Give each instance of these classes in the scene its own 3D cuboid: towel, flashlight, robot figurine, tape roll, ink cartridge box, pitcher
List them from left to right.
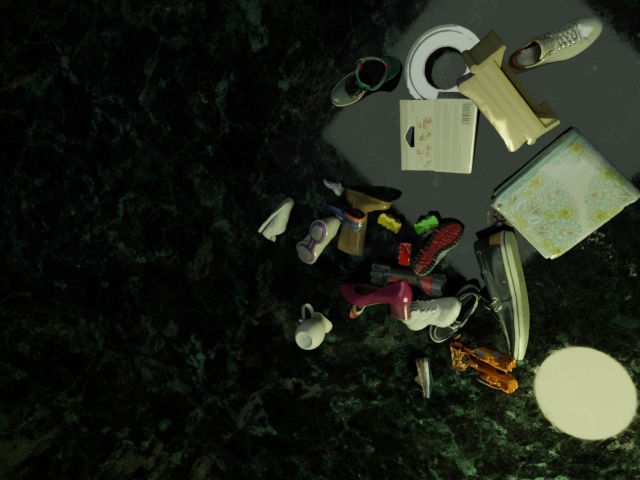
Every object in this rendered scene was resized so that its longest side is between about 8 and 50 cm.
[{"bbox_3d":[-0.050,0.386,2.052,0.125,0.207,0.178,-41,87,26],"label":"pitcher"},{"bbox_3d":[0.363,0.168,1.888,0.303,0.103,0.103,6,70,23],"label":"flashlight"},{"bbox_3d":[0.424,-0.387,1.641,0.261,0.066,0.296,7,134,18],"label":"ink cartridge box"},{"bbox_3d":[0.445,-0.609,1.615,0.286,0.100,0.286,6,108,19],"label":"tape roll"},{"bbox_3d":[0.637,0.484,1.812,0.291,0.085,0.211,15,126,51],"label":"robot figurine"},{"bbox_3d":[0.846,-0.154,1.600,0.320,0.090,0.374,45,114,0],"label":"towel"}]

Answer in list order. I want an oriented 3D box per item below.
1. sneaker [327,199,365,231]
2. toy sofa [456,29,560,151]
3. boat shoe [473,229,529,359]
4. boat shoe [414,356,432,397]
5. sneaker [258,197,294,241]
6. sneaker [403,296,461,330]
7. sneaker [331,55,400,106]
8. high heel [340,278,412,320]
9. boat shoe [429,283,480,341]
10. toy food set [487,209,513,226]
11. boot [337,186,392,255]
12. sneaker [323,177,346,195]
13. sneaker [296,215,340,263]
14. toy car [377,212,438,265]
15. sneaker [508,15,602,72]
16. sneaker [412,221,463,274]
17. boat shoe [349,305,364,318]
[{"bbox_3d":[0.095,-0.099,1.839,0.221,0.083,0.087,40,137,48],"label":"sneaker"},{"bbox_3d":[0.598,-0.478,1.482,0.362,0.150,0.177,37,125,-25],"label":"toy sofa"},{"bbox_3d":[0.693,0.211,1.727,0.155,0.186,0.501,-9,100,32],"label":"boat shoe"},{"bbox_3d":[0.453,0.602,2.003,0.066,0.066,0.183,-2,95,27],"label":"boat shoe"},{"bbox_3d":[-0.178,-0.096,2.035,0.094,0.090,0.235,40,120,-8],"label":"sneaker"},{"bbox_3d":[0.429,0.288,1.827,0.129,0.111,0.297,31,141,-28],"label":"sneaker"},{"bbox_3d":[0.147,-0.592,1.693,0.295,0.178,0.124,-26,95,26],"label":"sneaker"},{"bbox_3d":[0.223,0.190,1.882,0.377,0.127,0.182,14,121,40],"label":"high heel"},{"bbox_3d":[0.544,0.313,1.852,0.108,0.102,0.301,38,115,7],"label":"boat shoe"},{"bbox_3d":[0.696,-0.089,1.717,0.122,0.019,0.078,-1,105,22],"label":"toy food set"},{"bbox_3d":[0.180,-0.066,1.869,0.236,0.089,0.270,27,116,46],"label":"boot"},{"bbox_3d":[0.066,-0.242,1.913,0.098,0.038,0.069,39,115,-4],"label":"sneaker"},{"bbox_3d":[0.000,0.000,1.969,0.114,0.152,0.305,52,141,11],"label":"sneaker"},{"bbox_3d":[0.375,-0.040,1.841,0.224,0.053,0.239,-26,96,26],"label":"toy car"},{"bbox_3d":[0.763,-0.631,1.471,0.290,0.123,0.106,-23,95,24],"label":"sneaker"},{"bbox_3d":[0.457,0.029,1.805,0.262,0.125,0.104,-45,77,1],"label":"sneaker"},{"bbox_3d":[0.170,0.304,2.031,0.049,0.043,0.137,39,117,4],"label":"boat shoe"}]
